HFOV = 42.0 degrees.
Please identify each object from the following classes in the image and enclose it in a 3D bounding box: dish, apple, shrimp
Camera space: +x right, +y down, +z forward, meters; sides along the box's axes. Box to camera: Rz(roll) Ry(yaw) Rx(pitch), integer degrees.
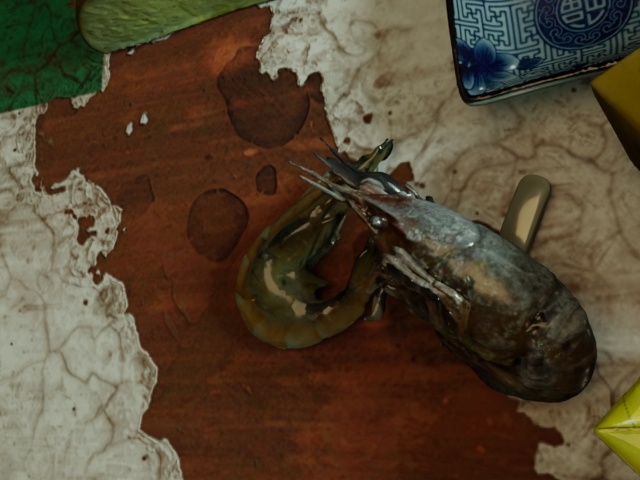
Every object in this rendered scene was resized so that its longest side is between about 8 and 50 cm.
[{"bbox_3d":[0.245,-0.226,0.778,0.243,0.080,0.182,-11,75,27],"label":"dish"},{"bbox_3d":[-0.157,-0.346,0.994,0.346,0.254,0.179,-11,116,26],"label":"apple"},{"bbox_3d":[0.103,0.023,0.772,0.343,0.145,0.116,41,65,16],"label":"shrimp"},{"bbox_3d":[0.008,0.014,0.874,0.254,0.059,0.145,-42,67,16],"label":"shrimp"}]

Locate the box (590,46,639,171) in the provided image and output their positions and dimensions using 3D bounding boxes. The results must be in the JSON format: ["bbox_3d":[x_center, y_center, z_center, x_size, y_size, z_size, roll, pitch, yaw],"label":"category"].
[{"bbox_3d":[0.432,-0.140,0.562,0.415,0.116,0.264,-35,35,13],"label":"box"}]

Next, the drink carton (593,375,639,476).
[{"bbox_3d":[0.370,0.221,0.582,0.111,0.154,0.351,-50,62,11],"label":"drink carton"}]

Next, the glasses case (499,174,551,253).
[{"bbox_3d":[0.195,-0.023,0.800,0.032,0.021,0.083,20,90,30],"label":"glasses case"}]
